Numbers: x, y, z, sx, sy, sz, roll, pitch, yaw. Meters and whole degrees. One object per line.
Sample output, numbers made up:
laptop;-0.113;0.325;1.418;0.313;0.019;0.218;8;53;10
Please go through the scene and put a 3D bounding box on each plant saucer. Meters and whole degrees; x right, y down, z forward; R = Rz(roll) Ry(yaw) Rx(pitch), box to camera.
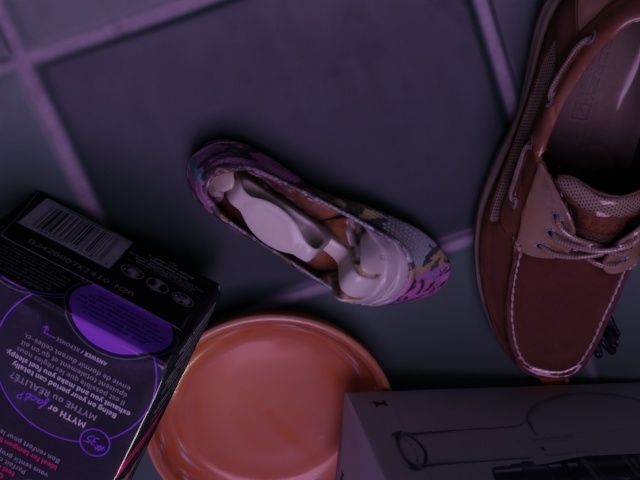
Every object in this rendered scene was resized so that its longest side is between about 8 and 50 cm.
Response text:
plant saucer;-0.040;0.139;1.077;0.200;0.037;0.200;-2;117;-4

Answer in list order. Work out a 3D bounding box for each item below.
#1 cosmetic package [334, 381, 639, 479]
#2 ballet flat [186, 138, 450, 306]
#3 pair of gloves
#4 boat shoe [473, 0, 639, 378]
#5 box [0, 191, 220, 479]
cosmetic package;0.191;0.229;0.926;0.284;0.377;0.097;-2;114;-14
ballet flat;0.000;0.000;0.987;0.221;0.079;0.077;29;110;-17
pair of gloves;0.194;0.077;1.078;0.083;0.010;0.074;-35;112;10
boat shoe;0.182;-0.035;0.959;0.123;0.116;0.324;2;116;-3
box;-0.209;0.129;0.984;0.165;0.143;0.270;28;112;1
